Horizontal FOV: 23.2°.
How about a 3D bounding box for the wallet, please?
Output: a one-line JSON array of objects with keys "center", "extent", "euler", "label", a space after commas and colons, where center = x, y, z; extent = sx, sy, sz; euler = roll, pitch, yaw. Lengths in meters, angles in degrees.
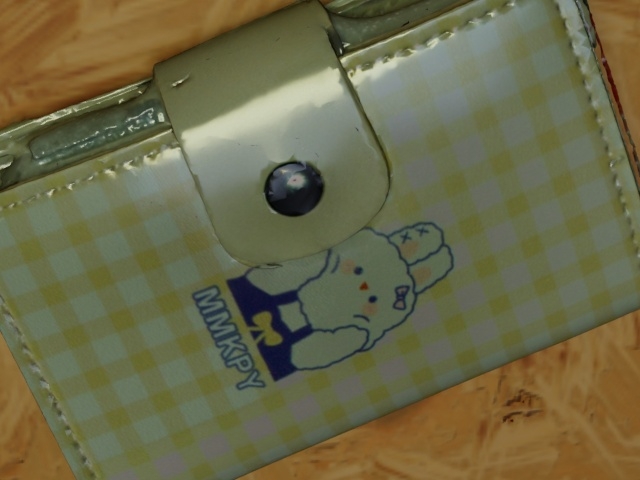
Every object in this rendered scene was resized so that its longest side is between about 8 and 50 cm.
[{"center": [0.000, 0.000, 0.749], "extent": [0.309, 0.077, 0.223], "euler": [-23, 120, -1], "label": "wallet"}]
